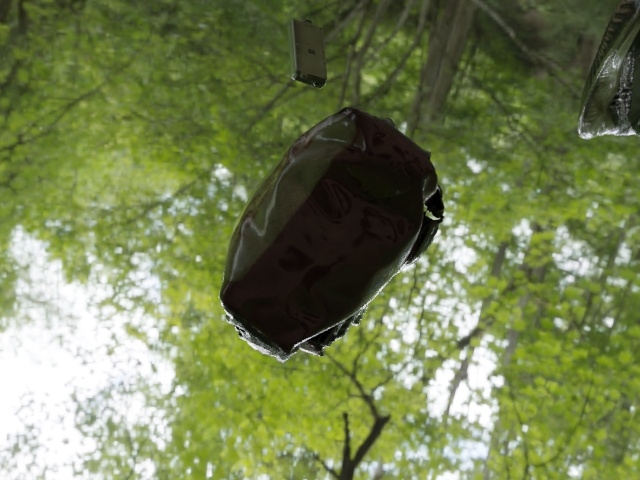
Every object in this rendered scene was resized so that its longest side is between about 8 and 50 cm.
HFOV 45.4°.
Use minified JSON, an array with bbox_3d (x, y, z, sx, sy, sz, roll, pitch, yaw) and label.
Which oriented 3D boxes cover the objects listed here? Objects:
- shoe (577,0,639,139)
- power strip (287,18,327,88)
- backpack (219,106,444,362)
[{"bbox_3d":[0.407,-0.218,0.971,0.112,0.227,0.099,18,-133,6],"label":"shoe"},{"bbox_3d":[-0.015,-0.206,0.842,0.040,0.016,0.090,11,-124,-25],"label":"power strip"},{"bbox_3d":[0.000,0.000,0.916,0.197,0.283,0.317,41,176,-4],"label":"backpack"}]
